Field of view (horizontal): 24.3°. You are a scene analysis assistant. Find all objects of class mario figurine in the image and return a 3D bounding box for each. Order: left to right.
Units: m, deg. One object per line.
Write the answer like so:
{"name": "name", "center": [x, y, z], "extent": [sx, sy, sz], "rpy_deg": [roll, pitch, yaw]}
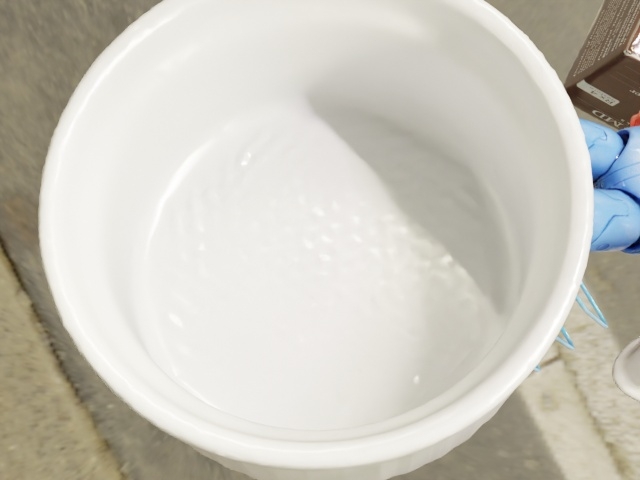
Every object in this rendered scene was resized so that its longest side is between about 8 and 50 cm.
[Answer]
{"name": "mario figurine", "center": [0.269, -0.054, 1.057], "extent": [0.320, 0.170, 0.198], "rpy_deg": [5, 95, -36]}

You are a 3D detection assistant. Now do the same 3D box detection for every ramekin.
{"name": "ramekin", "center": [0.000, 0.000, 0.795], "extent": [0.277, 0.135, 0.277], "rpy_deg": [-1, 68, 3]}

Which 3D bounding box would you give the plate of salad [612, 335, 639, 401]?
{"name": "plate of salad", "center": [0.306, 0.086, 1.043], "extent": [0.199, 0.200, 0.048], "rpy_deg": [-16, 105, -6]}

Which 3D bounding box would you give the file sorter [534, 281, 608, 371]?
{"name": "file sorter", "center": [0.171, 0.076, 1.411], "extent": [0.170, 0.118, 0.104], "rpy_deg": [-35, 66, 12]}

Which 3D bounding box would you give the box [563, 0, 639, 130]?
{"name": "box", "center": [0.363, -0.191, 1.437], "extent": [0.168, 0.203, 0.167], "rpy_deg": [27, 80, -5]}
